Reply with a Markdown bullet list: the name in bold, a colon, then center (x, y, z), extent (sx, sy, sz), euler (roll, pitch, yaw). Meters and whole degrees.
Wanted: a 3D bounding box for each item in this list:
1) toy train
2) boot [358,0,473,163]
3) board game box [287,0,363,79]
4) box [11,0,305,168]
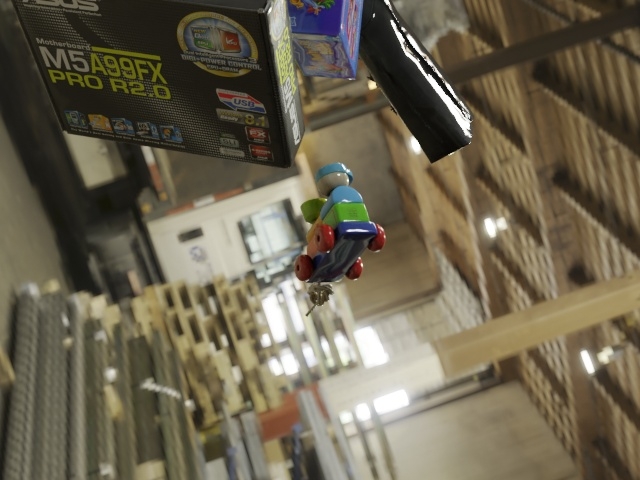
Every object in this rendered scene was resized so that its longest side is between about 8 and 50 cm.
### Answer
- **toy train**: center (0.000, 0.000, 1.698), extent (0.248, 0.105, 0.143), euler (125, -43, -51)
- **boot**: center (0.166, -0.417, 2.209), extent (0.445, 0.146, 0.367), euler (47, 40, -17)
- **board game box**: center (0.017, -0.413, 1.449), extent (0.233, 0.078, 0.347), euler (41, 55, -82)
- **box**: center (-0.159, -0.182, 1.095), extent (0.216, 0.270, 0.060), euler (82, 22, -52)
